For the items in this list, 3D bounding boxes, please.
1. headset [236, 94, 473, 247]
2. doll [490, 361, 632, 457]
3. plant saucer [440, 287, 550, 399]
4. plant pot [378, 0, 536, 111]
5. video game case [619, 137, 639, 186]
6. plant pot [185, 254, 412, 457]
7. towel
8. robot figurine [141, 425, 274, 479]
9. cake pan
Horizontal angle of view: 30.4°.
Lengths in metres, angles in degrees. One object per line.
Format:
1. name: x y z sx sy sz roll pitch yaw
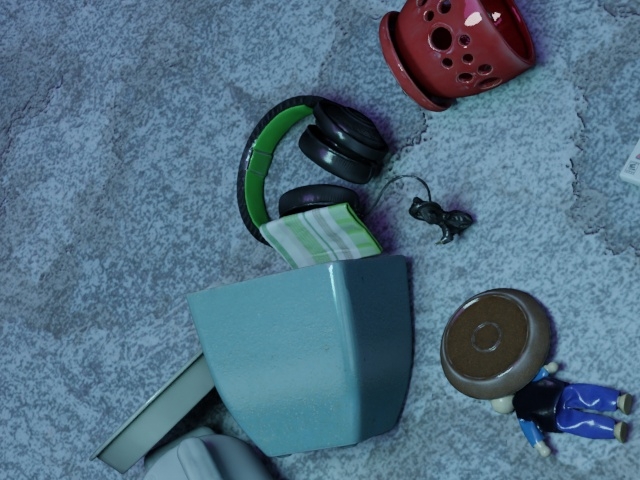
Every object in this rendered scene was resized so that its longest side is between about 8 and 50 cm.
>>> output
1. headset: 0.037 -0.082 1.797 0.394 0.185 0.243 18 93 46
2. doll: 0.316 0.229 1.588 0.189 0.046 0.129 7 79 30
3. plant saucer: 0.237 0.138 1.644 0.168 0.029 0.168 -17 55 26
4. plant pot: 0.194 -0.295 1.718 0.174 0.191 0.191 -29 65 29
5. video game case: 0.502 -0.117 1.572 0.157 0.019 0.143 23 73 32
6. plant pot: -0.009 0.169 1.679 0.247 0.248 0.252 -13 85 25
7. towel: 0.000 0.000 1.712 0.152 0.113 0.023 -14 45 32
8. robot figurine: -0.135 0.414 1.665 0.200 0.300 0.353 -27 36 -13
9. cake pan: -0.221 0.240 1.765 0.293 0.293 0.054 -44 89 12
